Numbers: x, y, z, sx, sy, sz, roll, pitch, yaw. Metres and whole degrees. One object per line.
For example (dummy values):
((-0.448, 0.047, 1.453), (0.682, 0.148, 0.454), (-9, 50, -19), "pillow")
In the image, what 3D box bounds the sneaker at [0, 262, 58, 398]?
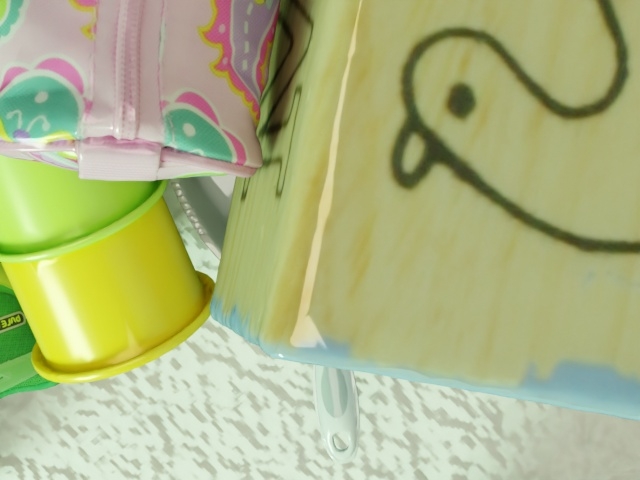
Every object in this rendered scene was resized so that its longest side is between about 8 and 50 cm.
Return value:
((-0.234, 0.138, 0.753), (0.123, 0.109, 0.295), (40, 91, -13), "sneaker")

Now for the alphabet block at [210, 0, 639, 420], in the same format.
((0.071, -0.041, 0.637), (0.192, 0.193, 0.197), (10, 90, -13), "alphabet block")

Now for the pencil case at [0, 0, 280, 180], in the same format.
((-0.067, -0.165, 0.587), (0.124, 0.124, 0.284), (7, 95, 1), "pencil case")

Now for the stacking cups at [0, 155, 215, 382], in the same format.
((-0.148, -0.090, 0.672), (0.096, 0.096, 0.316), (-20, 114, 7), "stacking cups")

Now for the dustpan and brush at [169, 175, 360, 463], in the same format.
((0.000, 0.000, 0.748), (0.147, 0.060, 0.211), (-6, 102, 4), "dustpan and brush")
